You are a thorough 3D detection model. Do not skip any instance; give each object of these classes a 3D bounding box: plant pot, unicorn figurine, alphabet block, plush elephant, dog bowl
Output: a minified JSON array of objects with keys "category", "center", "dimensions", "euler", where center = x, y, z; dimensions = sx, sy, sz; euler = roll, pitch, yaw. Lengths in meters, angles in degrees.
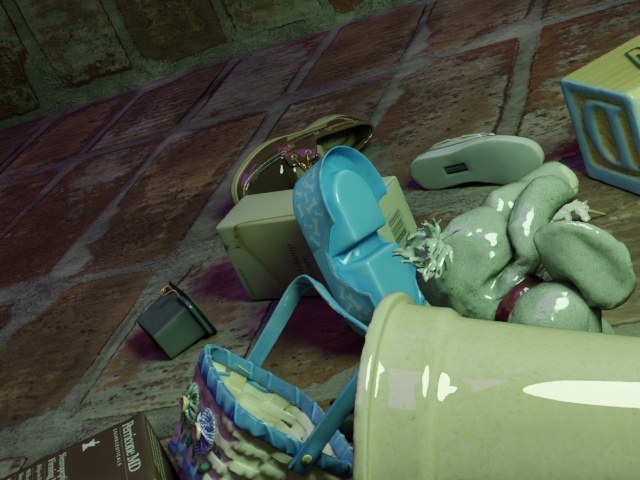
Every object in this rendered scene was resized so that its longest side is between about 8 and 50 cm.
[{"category":"plant pot","center":[0.220,0.212,1.062],"dimensions":[0.306,0.333,0.333],"euler":[-2,30,17]},{"category":"unicorn figurine","center":[0.349,-0.016,1.675],"dimensions":[0.162,0.060,0.111],"euler":[-17,25,13]},{"category":"alphabet block","center":[0.526,-0.203,1.746],"dimensions":[0.197,0.192,0.193],"euler":[-29,26,-13]},{"category":"plush elephant","center":[0.262,0.071,1.382],"dimensions":[0.330,0.255,0.271],"euler":[-3,-50,-58]},{"category":"dog bowl","center":[0.058,0.012,1.624],"dimensions":[0.074,0.297,0.166],"euler":[-24,4,35]}]

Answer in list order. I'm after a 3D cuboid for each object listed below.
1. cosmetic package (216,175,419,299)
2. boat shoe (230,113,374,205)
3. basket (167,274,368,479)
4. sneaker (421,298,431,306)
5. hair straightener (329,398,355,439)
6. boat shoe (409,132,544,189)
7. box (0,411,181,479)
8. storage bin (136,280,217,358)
[{"category":"cosmetic package","center":[0.000,0.000,1.843],"dimensions":[0.310,0.160,0.113],"euler":[-7,29,35]},{"category":"boat shoe","center":[-0.028,-0.159,2.253],"dimensions":[0.342,0.123,0.123],"euler":[-31,23,-31]},{"category":"basket","center":[-0.047,0.199,1.351],"dimensions":[0.289,0.201,0.255],"euler":[-55,26,1]},{"category":"sneaker","center":[0.213,0.060,1.656],"dimensions":[0.188,0.067,0.078],"euler":[-45,5,-30]},{"category":"hair straightener","center":[0.096,0.241,1.408],"dimensions":[0.231,0.047,0.089],"euler":[-2,32,32]},{"category":"boat shoe","center":[0.285,-0.150,1.983],"dimensions":[0.268,0.096,0.088],"euler":[-11,30,45]},{"category":"box","center":[-0.264,0.350,1.344],"dimensions":[0.203,0.167,0.168],"euler":[-26,24,-4]},{"category":"storage bin","center":[-0.252,0.135,1.886],"dimensions":[0.091,0.098,0.135],"euler":[-41,27,-12]}]
